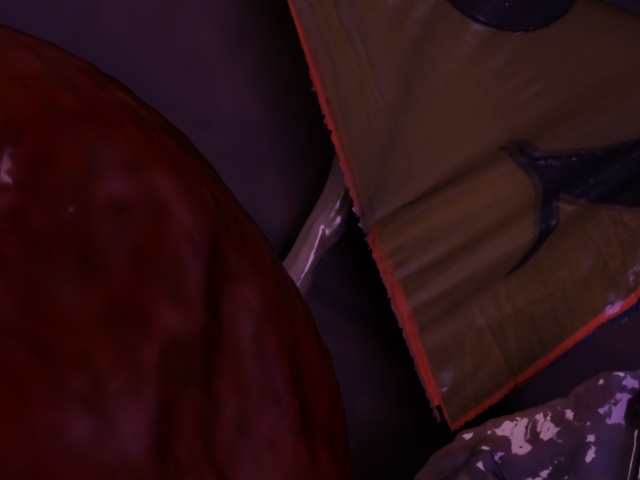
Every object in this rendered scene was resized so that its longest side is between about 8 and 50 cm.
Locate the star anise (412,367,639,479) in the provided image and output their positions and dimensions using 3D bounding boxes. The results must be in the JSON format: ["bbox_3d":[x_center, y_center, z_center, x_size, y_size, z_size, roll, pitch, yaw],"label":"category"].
[{"bbox_3d":[0.038,0.143,0.520,0.236,0.093,0.229,-67,155,-18],"label":"star anise"}]

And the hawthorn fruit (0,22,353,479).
[{"bbox_3d":[-0.096,0.097,0.373,0.230,0.210,0.266,20,54,-46],"label":"hawthorn fruit"}]

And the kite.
[{"bbox_3d":[0.082,-0.129,0.543,0.327,0.013,0.377,19,88,-34],"label":"kite"}]

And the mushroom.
[{"bbox_3d":[-0.003,-0.001,0.530,0.026,0.028,0.286,35,78,-26],"label":"mushroom"}]

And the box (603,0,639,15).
[{"bbox_3d":[0.107,-0.126,0.522,0.130,0.051,0.129,15,89,-33],"label":"box"}]
